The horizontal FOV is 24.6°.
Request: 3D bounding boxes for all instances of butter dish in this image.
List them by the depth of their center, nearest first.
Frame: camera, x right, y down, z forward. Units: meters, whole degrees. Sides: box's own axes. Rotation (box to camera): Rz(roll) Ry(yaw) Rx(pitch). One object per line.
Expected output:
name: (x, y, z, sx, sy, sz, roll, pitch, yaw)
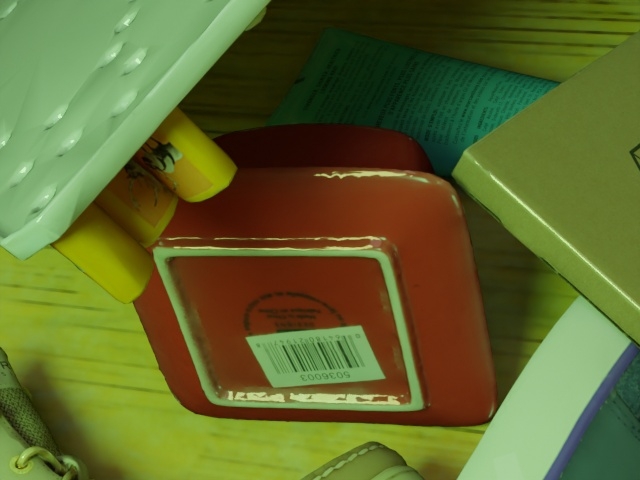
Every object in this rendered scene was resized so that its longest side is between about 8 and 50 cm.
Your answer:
butter dish: (0.000, 0.000, 0.667, 0.160, 0.160, 0.118, -1, 43, 16)

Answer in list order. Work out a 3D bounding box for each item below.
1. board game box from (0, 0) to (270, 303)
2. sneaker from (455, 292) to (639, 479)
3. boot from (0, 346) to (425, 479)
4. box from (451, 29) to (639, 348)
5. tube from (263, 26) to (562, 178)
board game box: (-0.037, -0.159, 0.667, 0.390, 0.050, 0.390, -49, 24, -9)
sneaker: (0.133, 0.189, 0.557, 0.236, 0.130, 0.323, 30, 65, 9)
boot: (-0.101, 0.118, 0.657, 0.262, 0.095, 0.203, -36, 61, 4)
box: (0.175, 0.000, 0.603, 0.201, 0.021, 0.164, 43, 50, 15)
tube: (0.073, -0.058, 0.715, 0.207, 0.052, 0.080, 16, 56, 26)
